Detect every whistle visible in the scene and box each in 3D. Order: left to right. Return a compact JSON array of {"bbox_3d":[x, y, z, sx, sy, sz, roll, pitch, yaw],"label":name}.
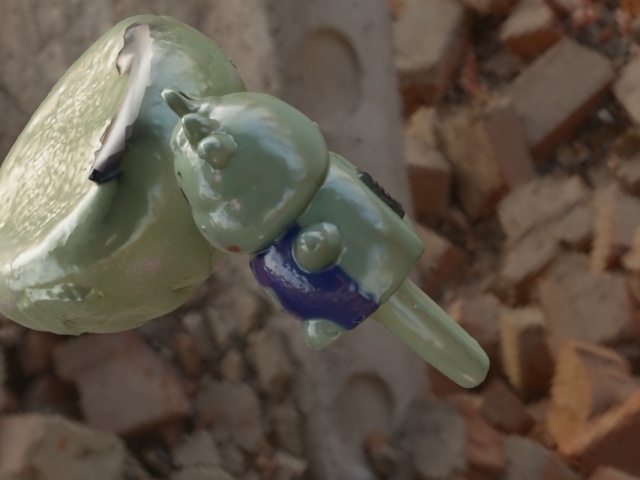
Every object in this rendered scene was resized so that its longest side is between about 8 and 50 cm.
[{"bbox_3d":[0.000,0.000,1.114,0.092,0.244,0.110,-45,16,6],"label":"whistle"}]

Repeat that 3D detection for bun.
[{"bbox_3d":[-0.149,-0.034,1.682,0.293,0.187,0.293,-42,27,28],"label":"bun"}]
